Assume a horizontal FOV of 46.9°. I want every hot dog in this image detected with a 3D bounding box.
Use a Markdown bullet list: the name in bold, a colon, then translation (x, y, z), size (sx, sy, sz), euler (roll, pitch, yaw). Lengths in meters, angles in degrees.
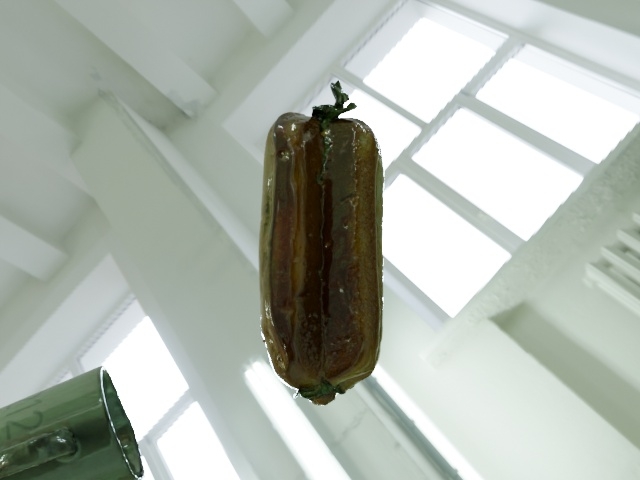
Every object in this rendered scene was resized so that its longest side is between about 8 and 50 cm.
- **hot dog**: translation (0.000, 0.000, 0.427), size (0.072, 0.188, 0.055), euler (4, -22, -6)

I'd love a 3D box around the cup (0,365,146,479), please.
- **cup**: translation (-0.123, 0.097, 0.314), size (0.083, 0.075, 0.054), euler (-20, -73, -11)
